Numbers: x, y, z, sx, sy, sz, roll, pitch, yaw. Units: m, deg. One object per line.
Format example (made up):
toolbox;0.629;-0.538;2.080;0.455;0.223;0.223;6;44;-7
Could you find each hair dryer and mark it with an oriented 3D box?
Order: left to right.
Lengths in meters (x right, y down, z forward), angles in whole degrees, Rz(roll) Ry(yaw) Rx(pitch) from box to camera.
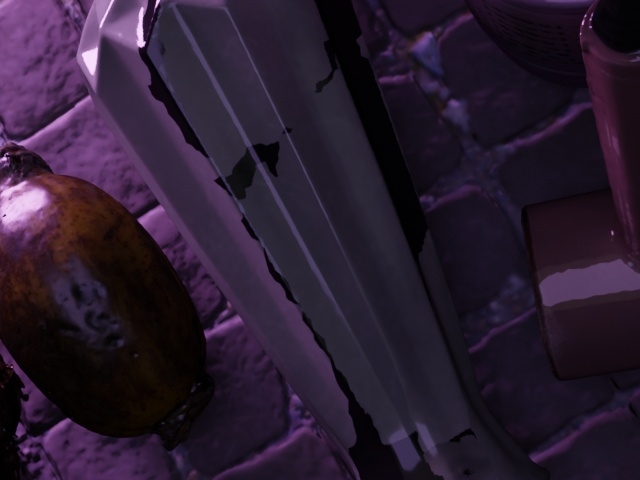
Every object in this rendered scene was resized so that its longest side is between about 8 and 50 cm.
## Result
hair dryer;0.186;-0.040;0.927;0.189;0.344;0.107;-10;62;10

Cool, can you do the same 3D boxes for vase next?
vase;0.000;0.000;1.054;0.165;0.165;0.360;-28;86;8

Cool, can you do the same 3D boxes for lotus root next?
lotus root;-0.141;0.033;1.089;0.120;0.120;0.209;-37;86;7

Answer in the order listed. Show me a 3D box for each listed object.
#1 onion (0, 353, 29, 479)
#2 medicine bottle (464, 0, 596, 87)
onion;-0.306;0.120;1.043;0.285;0.273;0.273;-16;83;-12
medicine bottle;0.139;-0.172;0.980;0.152;0.254;0.152;-1;86;11
